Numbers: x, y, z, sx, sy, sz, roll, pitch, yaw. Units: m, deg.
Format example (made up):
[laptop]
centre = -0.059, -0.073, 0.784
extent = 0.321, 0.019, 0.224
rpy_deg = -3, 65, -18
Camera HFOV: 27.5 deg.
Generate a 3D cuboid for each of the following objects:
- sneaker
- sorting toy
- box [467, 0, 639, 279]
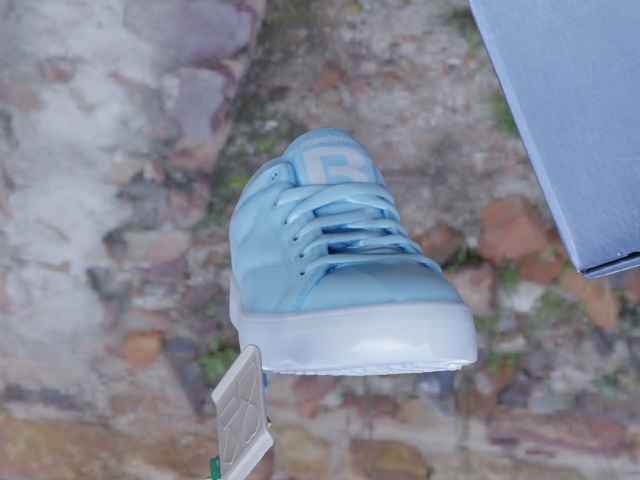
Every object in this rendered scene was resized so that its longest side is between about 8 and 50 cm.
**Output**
[sneaker]
centre = 0.000, 0.000, 0.879
extent = 0.135, 0.150, 0.366
rpy_deg = -4, -174, -17
[sorting toy]
centre = -0.047, 0.104, 0.720
extent = 0.012, 0.062, 0.083
rpy_deg = 10, 137, -27
[box]
centre = 0.130, -0.125, 0.424
extent = 0.183, 0.232, 0.059
rpy_deg = -19, -170, 17
